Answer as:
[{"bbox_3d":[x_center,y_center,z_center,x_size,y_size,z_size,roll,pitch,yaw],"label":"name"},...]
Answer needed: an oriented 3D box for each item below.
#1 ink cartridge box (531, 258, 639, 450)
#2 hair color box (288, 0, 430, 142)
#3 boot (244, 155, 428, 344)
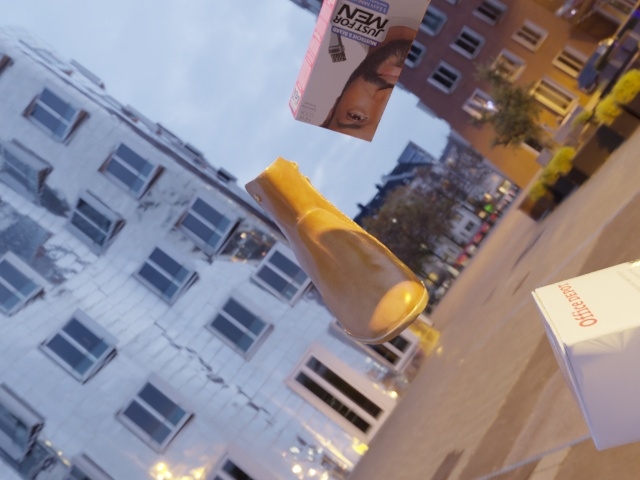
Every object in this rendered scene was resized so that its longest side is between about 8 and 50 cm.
[{"bbox_3d":[0.531,0.117,0.964,0.395,0.166,0.285,-18,6,13],"label":"ink cartridge box"},{"bbox_3d":[0.038,-0.197,0.712,0.053,0.093,0.167,-108,35,-58],"label":"hair color box"},{"bbox_3d":[0.001,-0.001,0.813,0.104,0.211,0.295,-42,16,-4],"label":"boot"}]
